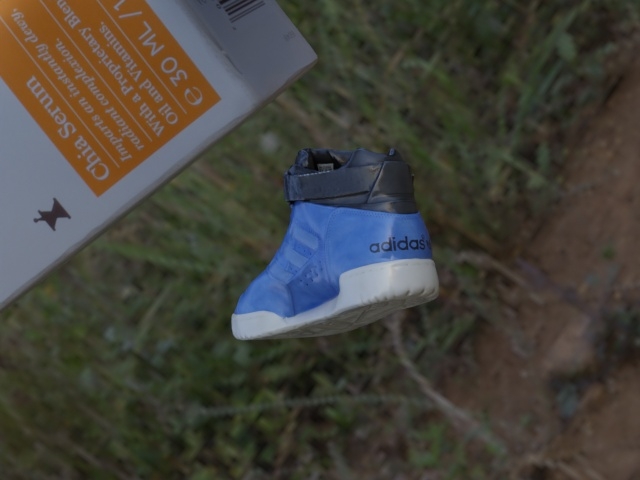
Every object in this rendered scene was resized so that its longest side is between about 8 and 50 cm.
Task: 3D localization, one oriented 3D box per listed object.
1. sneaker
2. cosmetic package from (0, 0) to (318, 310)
[{"bbox_3d":[0.001,0.000,0.843,0.058,0.085,0.152,-2,-11,-30],"label":"sneaker"},{"bbox_3d":[-0.253,-0.080,1.311,0.453,0.230,0.161,-37,5,24],"label":"cosmetic package"}]
